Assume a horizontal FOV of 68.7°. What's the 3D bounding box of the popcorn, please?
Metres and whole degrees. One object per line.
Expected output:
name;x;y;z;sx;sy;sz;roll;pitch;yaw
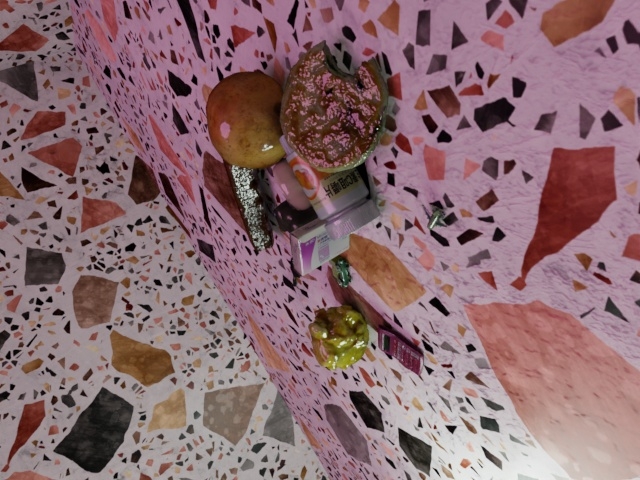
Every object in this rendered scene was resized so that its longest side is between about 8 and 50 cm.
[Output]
popcorn;0.054;0.342;1.697;0.266;0.233;0.192;43;170;-32

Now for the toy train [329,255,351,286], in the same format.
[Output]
toy train;0.067;0.106;1.619;0.081;0.050;0.122;36;147;45

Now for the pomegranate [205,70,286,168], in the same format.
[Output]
pomegranate;-0.204;-0.346;1.374;0.281;0.281;0.281;40;148;32

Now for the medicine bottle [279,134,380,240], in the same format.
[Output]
medicine bottle;0.023;-0.172;1.282;0.318;0.158;0.158;60;153;-3

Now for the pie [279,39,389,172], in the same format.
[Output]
pie;0.024;-0.308;1.112;0.302;0.067;0.303;10;112;25

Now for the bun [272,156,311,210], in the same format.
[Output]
bun;-0.065;-0.184;1.459;0.173;0.119;0.173;59;-171;-14

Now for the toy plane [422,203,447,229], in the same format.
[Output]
toy plane;0.273;-0.053;1.119;0.080;0.033;0.083;45;157;24

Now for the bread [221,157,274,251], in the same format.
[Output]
bread;-0.273;-0.158;1.818;0.165;0.113;0.417;-118;13;-50

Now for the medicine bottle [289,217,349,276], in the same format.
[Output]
medicine bottle;0.000;0.000;1.454;0.052;0.201;0.171;42;148;36

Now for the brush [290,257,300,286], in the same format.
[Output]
brush;-0.108;0.142;1.989;0.063;0.016;0.193;46;150;24

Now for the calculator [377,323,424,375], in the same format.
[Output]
calculator;0.267;0.364;1.568;0.190;0.034;0.127;31;142;33

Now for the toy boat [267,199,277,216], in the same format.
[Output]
toy boat;-0.184;-0.126;1.821;0.083;0.038;0.038;52;153;23

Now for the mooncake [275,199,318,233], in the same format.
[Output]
mooncake;-0.082;-0.066;1.638;0.168;0.104;0.175;58;157;-11
